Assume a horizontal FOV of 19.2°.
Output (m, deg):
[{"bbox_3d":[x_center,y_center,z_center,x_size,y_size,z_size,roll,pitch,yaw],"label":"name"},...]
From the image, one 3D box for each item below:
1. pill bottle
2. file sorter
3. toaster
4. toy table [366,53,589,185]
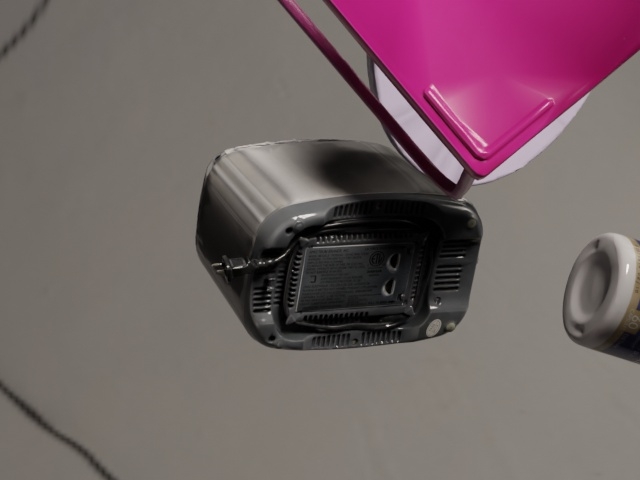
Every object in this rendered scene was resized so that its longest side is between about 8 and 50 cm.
[{"bbox_3d":[0.287,0.060,1.507,0.094,0.169,0.094,-163,90,-71],"label":"pill bottle"},{"bbox_3d":[0.115,-0.186,0.922,0.291,0.182,0.202,-39,86,-5],"label":"file sorter"},{"bbox_3d":[0.000,0.000,1.441,0.146,0.227,0.129,-134,46,-54],"label":"toaster"},{"bbox_3d":[0.116,-0.185,1.373,0.252,0.161,0.274,27,96,-15],"label":"toy table"}]
